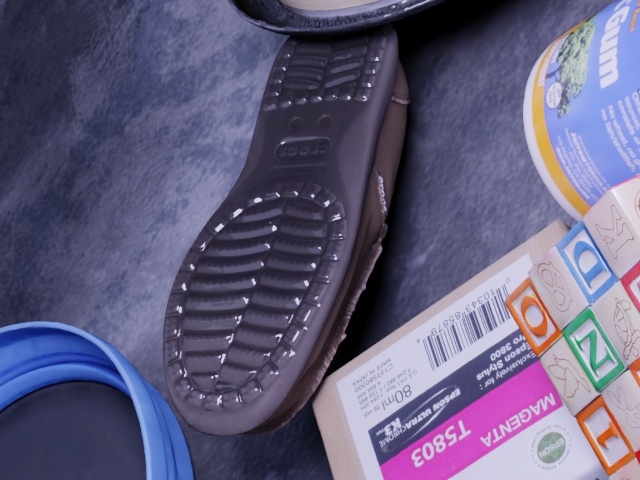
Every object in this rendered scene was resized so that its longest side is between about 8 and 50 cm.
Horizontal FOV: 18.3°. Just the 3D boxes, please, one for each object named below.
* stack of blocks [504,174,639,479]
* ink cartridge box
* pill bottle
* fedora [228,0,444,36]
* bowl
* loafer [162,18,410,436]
[{"bbox_3d":[0.242,0.114,1.152,0.297,0.087,0.171,60,154,14],"label":"stack of blocks"},{"bbox_3d":[0.122,0.131,1.361,0.234,0.088,0.193,-36,46,20],"label":"ink cartridge box"},{"bbox_3d":[0.256,-0.104,1.198,0.272,0.152,0.152,-30,46,56],"label":"pill bottle"},{"bbox_3d":[0.052,-0.307,1.550,0.334,0.152,0.334,-19,34,14],"label":"fedora"},{"bbox_3d":[-0.259,0.260,1.640,0.391,0.077,0.391,-21,55,33],"label":"bowl"},{"bbox_3d":[0.000,0.000,1.496,0.134,0.130,0.366,5,57,30],"label":"loafer"}]
